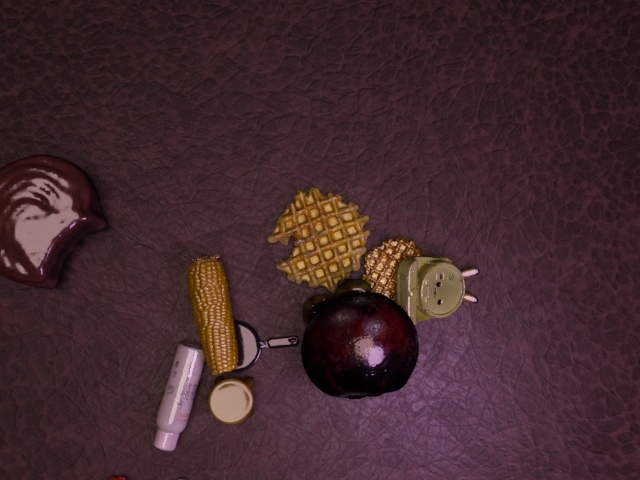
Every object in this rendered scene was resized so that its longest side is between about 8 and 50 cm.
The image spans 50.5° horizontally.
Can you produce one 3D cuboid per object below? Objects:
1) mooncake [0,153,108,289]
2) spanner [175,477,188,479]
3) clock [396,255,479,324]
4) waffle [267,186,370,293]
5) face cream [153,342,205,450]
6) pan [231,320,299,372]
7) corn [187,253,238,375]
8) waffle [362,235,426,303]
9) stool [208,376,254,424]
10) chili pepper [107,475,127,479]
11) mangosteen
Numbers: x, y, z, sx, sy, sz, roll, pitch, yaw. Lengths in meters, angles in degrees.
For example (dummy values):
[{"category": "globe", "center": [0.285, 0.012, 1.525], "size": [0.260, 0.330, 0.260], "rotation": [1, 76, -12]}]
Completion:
[{"category": "mooncake", "center": [-0.716, -0.040, 1.710], "size": [0.326, 0.174, 0.333], "rotation": [-19, 85, -6]}, {"category": "spanner", "center": [-0.261, 0.719, 1.731], "size": [0.302, 0.017, 0.071], "rotation": [38, 85, 1]}, {"category": "clock", "center": [0.307, 0.122, 1.751], "size": [0.232, 0.069, 0.170], "rotation": [-4, 97, -25]}, {"category": "waffle", "center": [0.000, 0.000, 1.784], "size": [0.250, 0.056, 0.261], "rotation": [27, 83, 0]}, {"category": "face cream", "center": [-0.361, 0.399, 1.725], "size": [0.082, 0.082, 0.269], "rotation": [15, 85, 0]}, {"category": "pan", "center": [-0.173, 0.271, 1.767], "size": [0.235, 0.028, 0.136], "rotation": [-6, 83, -2]}, {"category": "corn", "center": [-0.274, 0.189, 1.721], "size": [0.106, 0.106, 0.305], "rotation": [-11, 77, -3]}, {"category": "waffle", "center": [0.198, 0.081, 1.790], "size": [0.191, 0.038, 0.191], "rotation": [0, 85, -3]}, {"category": "stool", "center": [-0.222, 0.399, 1.714], "size": [0.134, 0.110, 0.135], "rotation": [-44, 87, -6]}, {"category": "chili pepper", "center": [-0.506, 0.660, 1.704], "size": [0.070, 0.073, 0.123], "rotation": [-5, 86, -44]}, {"category": "mangosteen", "center": [0.097, 0.239, 1.651], "size": [0.300, 0.300, 0.300], "rotation": [0, 85, -2]}]
